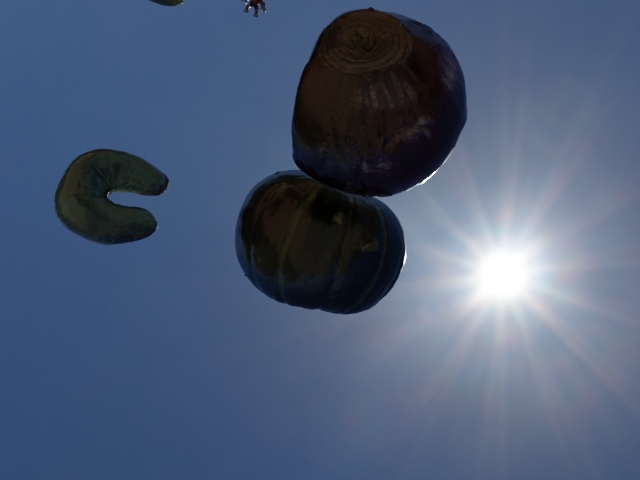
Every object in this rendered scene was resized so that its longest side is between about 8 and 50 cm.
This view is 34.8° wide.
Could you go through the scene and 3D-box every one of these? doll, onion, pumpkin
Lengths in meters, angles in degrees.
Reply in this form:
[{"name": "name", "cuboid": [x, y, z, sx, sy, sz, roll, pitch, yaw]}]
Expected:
[{"name": "doll", "cuboid": [-0.137, -0.556, 2.273, 0.039, 0.057, 0.114, -87, -160, -86]}, {"name": "onion", "cuboid": [0.115, -0.230, 1.692, 0.260, 0.281, 0.336, 15, -135, 21]}, {"name": "pumpkin", "cuboid": [0.000, 0.000, 1.889, 0.323, 0.323, 0.241, 24, -78, 47]}]

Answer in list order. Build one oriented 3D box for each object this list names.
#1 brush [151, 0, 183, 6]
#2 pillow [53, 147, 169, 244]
[{"name": "brush", "cuboid": [-0.405, -0.549, 2.069, 0.072, 0.313, 0.067, 20, -89, 58]}, {"name": "pillow", "cuboid": [-0.421, -0.089, 2.050, 0.214, 0.086, 0.233, 12, -133, -8]}]
